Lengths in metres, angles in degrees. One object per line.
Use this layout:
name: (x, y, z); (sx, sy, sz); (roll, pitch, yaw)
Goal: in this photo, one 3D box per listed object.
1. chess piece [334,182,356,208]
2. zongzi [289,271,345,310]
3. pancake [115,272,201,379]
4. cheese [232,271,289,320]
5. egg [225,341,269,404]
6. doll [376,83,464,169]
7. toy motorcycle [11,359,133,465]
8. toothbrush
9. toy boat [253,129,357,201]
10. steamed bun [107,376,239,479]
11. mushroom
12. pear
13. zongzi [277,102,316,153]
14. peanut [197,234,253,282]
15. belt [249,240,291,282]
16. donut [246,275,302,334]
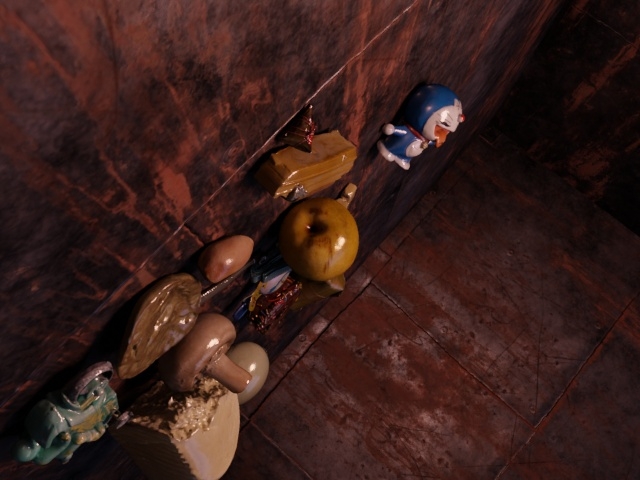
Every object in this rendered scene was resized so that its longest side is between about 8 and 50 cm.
chess piece: (0.048, -0.084, 1.613); (0.200, 0.090, 0.090); (-56, 173, -24)
zongzi: (-0.030, 0.085, 1.889); (0.260, 0.123, 0.289); (-25, -133, 31)
pancake: (-0.314, 0.161, 1.025); (0.242, 0.050, 0.242); (-54, 164, -23)
cheese: (-0.159, 0.127, 1.516); (0.250, 0.064, 0.156); (-49, 168, -11)
egg: (-0.286, 0.461, 1.839); (0.253, 0.186, 0.186); (-45, 169, -7)
doll: (0.282, -0.318, 1.508); (0.215, 0.161, 0.257); (9, 128, -47)
toy motorcycle: (-0.450, 0.333, 0.971); (0.198, 0.109, 0.297); (-39, 164, -33)
toothbrush: (-0.226, 0.099, 1.260); (0.297, 0.030, 0.030); (-37, 138, -43)
toy boat: (-0.023, -0.141, 1.073); (0.310, 0.089, 0.115); (-36, 166, -52)
steamed bun: (-0.334, 0.454, 1.348); (0.290, 0.274, 0.272); (-4, -153, 39)
mushroom: (-0.262, 0.283, 1.257); (0.207, 0.215, 0.207); (-53, 178, -2)
pear: (0.000, 0.000, 1.334); (0.209, 0.209, 0.209); (-47, 169, -12)
zongzi: (-0.030, -0.207, 0.958); (0.083, 0.067, 0.074); (-64, 172, -48)
peanut: (-0.186, 0.032, 1.067); (0.076, 0.076, 0.152); (-57, 172, 35)
belt: (-0.116, 0.045, 1.429); (0.179, 0.100, 0.065); (-28, 163, -20)
donut: (-0.154, 0.199, 1.710); (0.216, 0.096, 0.230); (-51, 169, 0)
